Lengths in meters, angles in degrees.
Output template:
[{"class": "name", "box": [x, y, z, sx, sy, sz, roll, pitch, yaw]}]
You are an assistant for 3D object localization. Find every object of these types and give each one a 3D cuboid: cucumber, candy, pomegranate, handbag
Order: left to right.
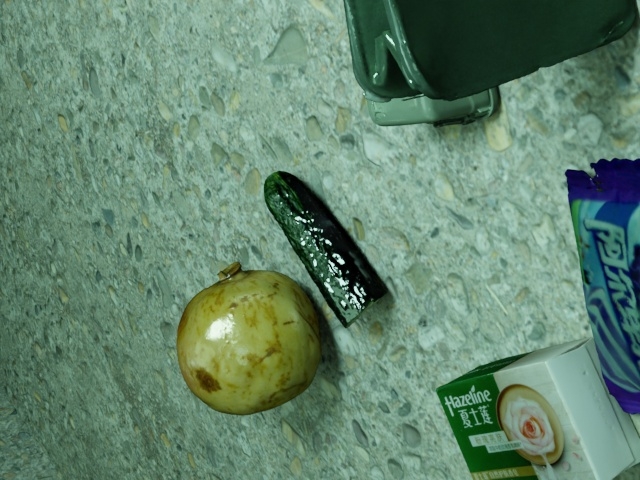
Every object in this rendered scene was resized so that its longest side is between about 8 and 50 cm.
[{"class": "pomegranate", "box": [-0.106, 0.135, 1.353, 0.215, 0.215, 0.215, 32, 132, 44]}, {"class": "cucumber", "box": [-0.001, 0.001, 1.256, 0.241, 0.074, 0.074, 57, 145, 21]}, {"class": "handbag", "box": [0.125, -0.257, 0.767, 0.079, 0.247, 0.260, 10, 117, 60]}, {"class": "candy", "box": [0.294, 0.059, 0.865, 0.145, 0.070, 0.275, 5, 114, 63]}]

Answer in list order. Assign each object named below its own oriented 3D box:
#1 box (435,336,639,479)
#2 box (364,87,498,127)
[{"class": "box", "box": [0.227, 0.192, 1.023, 0.199, 0.081, 0.135, -30, 82, 55]}, {"class": "box", "box": [0.098, -0.194, 0.982, 0.124, 0.092, 0.172, 1, 108, 55]}]
